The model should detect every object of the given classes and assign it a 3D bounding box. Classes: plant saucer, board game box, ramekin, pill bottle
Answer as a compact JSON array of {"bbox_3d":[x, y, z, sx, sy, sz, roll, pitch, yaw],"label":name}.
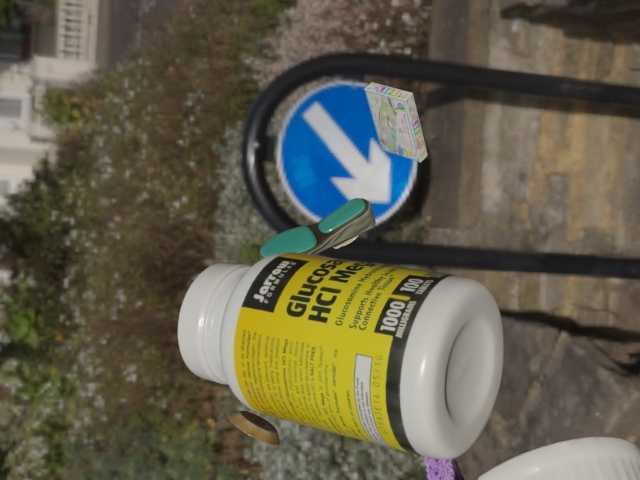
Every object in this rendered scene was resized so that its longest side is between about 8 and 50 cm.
[{"bbox_3d":[-0.091,0.264,1.370,0.015,0.083,0.083,-61,20,1],"label":"plant saucer"},{"bbox_3d":[0.149,-0.231,1.888,0.103,0.026,0.154,23,146,38],"label":"board game box"},{"bbox_3d":[0.318,0.386,1.261,0.277,0.277,0.135,111,151,-45],"label":"ramekin"},{"bbox_3d":[0.014,0.113,1.051,0.333,0.188,0.188,7,95,33],"label":"pill bottle"}]

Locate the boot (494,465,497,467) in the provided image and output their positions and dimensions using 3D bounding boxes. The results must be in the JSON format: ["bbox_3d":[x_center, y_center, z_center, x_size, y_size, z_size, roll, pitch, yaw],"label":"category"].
[{"bbox_3d":[0.321,0.455,1.506,0.213,0.077,0.165,-1,66,67],"label":"boot"}]

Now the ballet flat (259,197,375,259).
[{"bbox_3d":[0.000,0.000,1.663,0.072,0.213,0.068,61,178,47],"label":"ballet flat"}]

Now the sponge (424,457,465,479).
[{"bbox_3d":[0.154,0.322,1.049,0.210,0.031,0.117,65,-163,-44],"label":"sponge"}]
